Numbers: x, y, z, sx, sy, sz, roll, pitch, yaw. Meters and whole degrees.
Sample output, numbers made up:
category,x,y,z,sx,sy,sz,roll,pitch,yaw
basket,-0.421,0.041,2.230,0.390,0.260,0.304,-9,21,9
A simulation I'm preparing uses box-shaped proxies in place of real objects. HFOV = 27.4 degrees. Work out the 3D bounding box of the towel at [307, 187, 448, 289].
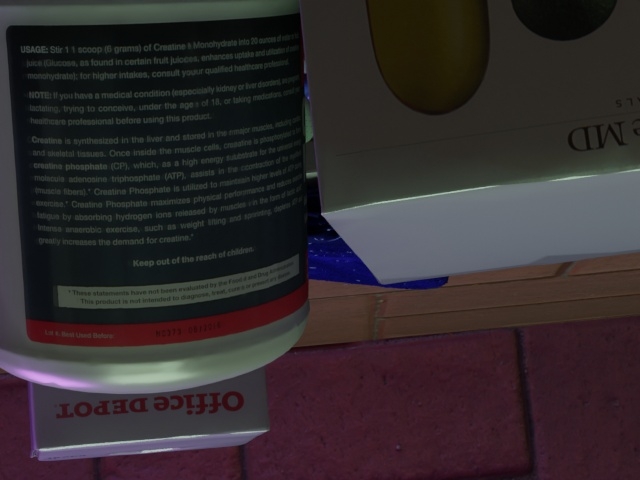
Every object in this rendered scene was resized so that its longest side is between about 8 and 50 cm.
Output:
category,x,y,z,sx,sy,sz,roll,pitch,yaw
towel,0.000,0.000,1.506,0.227,0.076,0.308,12,173,28

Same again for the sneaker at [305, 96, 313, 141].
category,x,y,z,sx,sy,sz,roll,pitch,yaw
sneaker,-0.128,-0.088,1.080,0.255,0.094,0.151,-12,147,22

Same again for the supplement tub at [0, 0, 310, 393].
category,x,y,z,sx,sy,sz,roll,pitch,yaw
supplement tub,-0.103,-0.069,0.726,0.191,0.272,0.191,-1,-167,0

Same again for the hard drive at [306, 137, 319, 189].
category,x,y,z,sx,sy,sz,roll,pitch,yaw
hard drive,0.092,-0.070,1.483,0.203,0.040,0.307,-7,168,11

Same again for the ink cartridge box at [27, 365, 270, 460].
category,x,y,z,sx,sy,sz,roll,pitch,yaw
ink cartridge box,-0.177,0.050,1.282,0.223,0.308,0.129,-3,168,-13

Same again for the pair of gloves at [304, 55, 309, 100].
category,x,y,z,sx,sy,sz,roll,pitch,yaw
pair of gloves,-0.051,-0.132,1.169,0.159,0.023,0.198,-12,167,28

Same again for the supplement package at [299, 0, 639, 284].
category,x,y,z,sx,sy,sz,roll,pitch,yaw
supplement package,0.098,-0.132,0.635,0.199,0.263,0.198,-8,168,9
